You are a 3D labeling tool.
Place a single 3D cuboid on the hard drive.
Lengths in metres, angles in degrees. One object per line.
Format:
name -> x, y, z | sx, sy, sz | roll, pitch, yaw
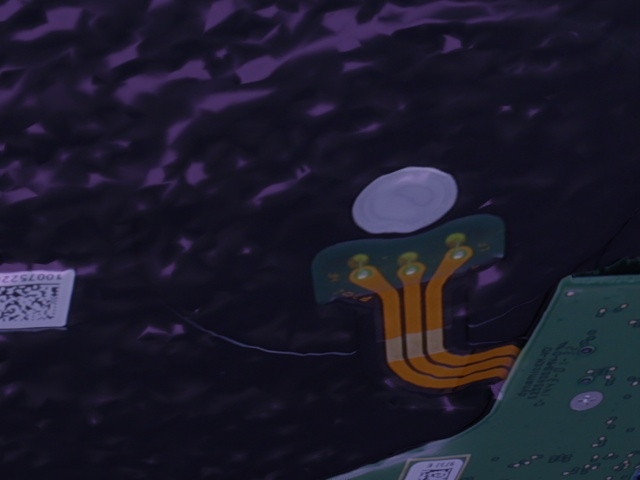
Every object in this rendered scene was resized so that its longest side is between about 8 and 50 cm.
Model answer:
hard drive -> 0.000, 0.000, 0.427 | 0.237, 0.064, 0.339 | -2, 143, -16
